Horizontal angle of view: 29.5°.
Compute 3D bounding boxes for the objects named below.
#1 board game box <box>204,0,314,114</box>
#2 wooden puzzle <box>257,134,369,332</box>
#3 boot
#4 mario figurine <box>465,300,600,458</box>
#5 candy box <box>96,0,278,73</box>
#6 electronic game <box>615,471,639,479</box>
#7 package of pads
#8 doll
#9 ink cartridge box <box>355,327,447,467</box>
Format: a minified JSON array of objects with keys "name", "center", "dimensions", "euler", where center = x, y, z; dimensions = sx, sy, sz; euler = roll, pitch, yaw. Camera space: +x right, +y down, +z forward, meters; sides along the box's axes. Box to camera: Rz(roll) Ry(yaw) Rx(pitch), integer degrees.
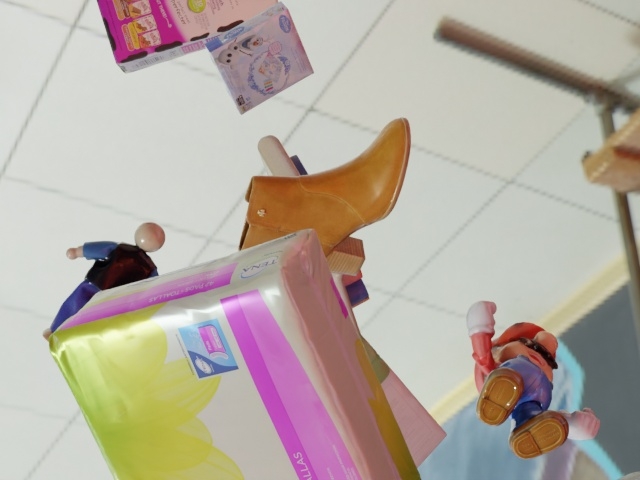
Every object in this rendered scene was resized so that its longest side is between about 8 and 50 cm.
[{"name":"board game box","center":[-0.061,-0.184,1.236],"dimensions":[0.090,0.020,0.090],"euler":[-30,137,-5]},{"name":"wooden puzzle","center":[0.000,0.000,2.279],"dimensions":[0.081,0.322,0.348],"euler":[-26,152,-9]},{"name":"boot","center":[-0.001,-0.077,1.861],"dimensions":[0.211,0.104,0.295],"euler":[14,118,-16]},{"name":"mario figurine","center":[0.300,0.186,1.749],"dimensions":[0.170,0.320,0.198],"euler":[-10,99,9]},{"name":"candy box","center":[-0.184,-0.340,1.658],"dimensions":[0.233,0.159,0.071],"euler":[-17,177,1]},{"name":"electronic game","center":[0.213,0.290,0.978],"dimensions":[0.048,0.229,0.229],"euler":[28,140,1]},{"name":"package of pads","center":[-0.061,0.160,0.974],"dimensions":[0.229,0.101,0.296],"euler":[-16,107,25]},{"name":"doll","center":[-0.254,0.054,1.454],"dimensions":[0.129,0.189,0.046],"euler":[40,-178,3]},{"name":"ink cartridge box","center":[0.045,0.193,1.401],"dimensions":[0.109,0.062,0.209],"euler":[-46,122,-10]}]
